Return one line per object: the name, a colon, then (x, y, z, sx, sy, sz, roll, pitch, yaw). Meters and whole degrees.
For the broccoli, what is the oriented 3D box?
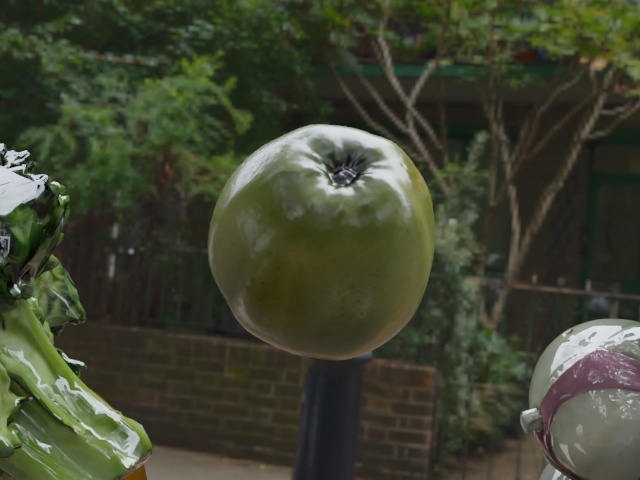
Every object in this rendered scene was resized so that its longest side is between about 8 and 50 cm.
broccoli: (-0.288, 0.082, 0.846, 0.317, 0.277, 0.338, 35, -25, 29)

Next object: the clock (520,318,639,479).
clock: (0.174, 0.113, 0.585, 0.144, 0.231, 0.103, -14, 34, -8)

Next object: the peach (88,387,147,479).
peach: (-0.341, 0.276, 1.119, 0.343, 0.342, 0.301, 5, -40, -20)

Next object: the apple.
apple: (0.000, 0.000, 1.305, 0.279, 0.279, 0.279, 5, -1, 0)
